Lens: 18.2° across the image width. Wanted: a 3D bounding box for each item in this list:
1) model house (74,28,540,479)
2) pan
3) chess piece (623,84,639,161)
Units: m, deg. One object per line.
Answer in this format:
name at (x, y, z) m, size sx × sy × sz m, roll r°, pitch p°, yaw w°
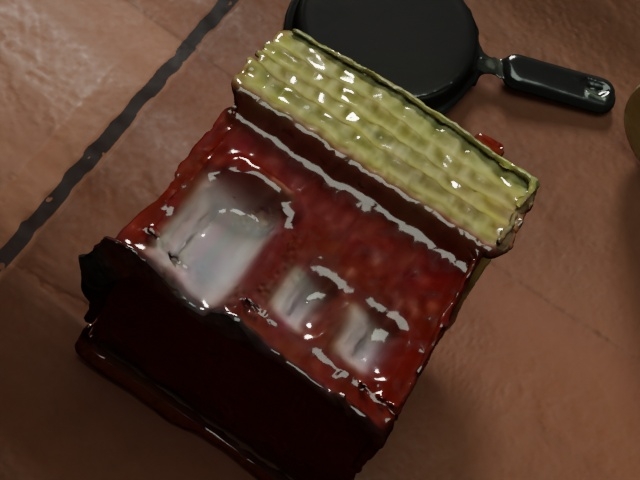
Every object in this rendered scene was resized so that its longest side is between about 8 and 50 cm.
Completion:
model house at (0.000, 0.000, 1.185) m, size 0.196 × 0.160 × 0.254 m, roll 33°, pitch 56°, yaw 5°
pan at (0.092, -0.129, 1.356) m, size 0.235 × 0.028 × 0.136 m, roll 13°, pitch 59°, yaw -8°
chess piece at (0.293, -0.105, 1.370) m, size 0.094 × 0.094 × 0.170 m, roll 45°, pitch 53°, yaw 12°
